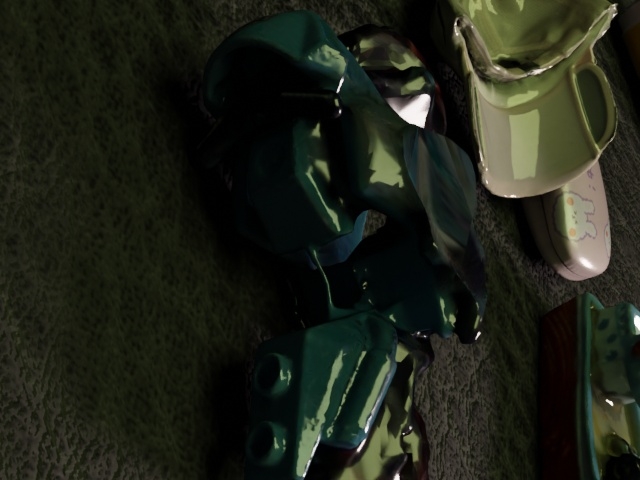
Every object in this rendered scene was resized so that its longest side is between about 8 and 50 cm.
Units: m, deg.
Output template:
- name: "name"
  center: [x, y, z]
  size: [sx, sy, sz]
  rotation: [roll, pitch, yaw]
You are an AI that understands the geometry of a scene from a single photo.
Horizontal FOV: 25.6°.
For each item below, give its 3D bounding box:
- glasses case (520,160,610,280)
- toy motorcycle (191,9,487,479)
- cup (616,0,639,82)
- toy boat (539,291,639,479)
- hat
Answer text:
- name: "glasses case"
  center: [0.259, -0.099, 1.573]
  size: [0.113, 0.075, 0.297]
  rotation: [15, 60, -51]
- name: "toy motorcycle"
  center: [0.000, 0.000, 1.029]
  size: [0.232, 0.172, 0.416]
  rotation: [28, 57, -40]
- name: "cup"
  center: [0.547, -0.229, 2.028]
  size: [0.196, 0.196, 0.280]
  rotation: [-17, 79, -60]
- name: "toy boat"
  center: [0.305, 0.208, 1.403]
  size: [0.145, 0.133, 0.332]
  rotation: [43, 40, -40]
- name: "hat"
  center: [0.201, -0.167, 1.494]
  size: [0.219, 0.164, 0.226]
  rotation: [-5, 109, -30]
